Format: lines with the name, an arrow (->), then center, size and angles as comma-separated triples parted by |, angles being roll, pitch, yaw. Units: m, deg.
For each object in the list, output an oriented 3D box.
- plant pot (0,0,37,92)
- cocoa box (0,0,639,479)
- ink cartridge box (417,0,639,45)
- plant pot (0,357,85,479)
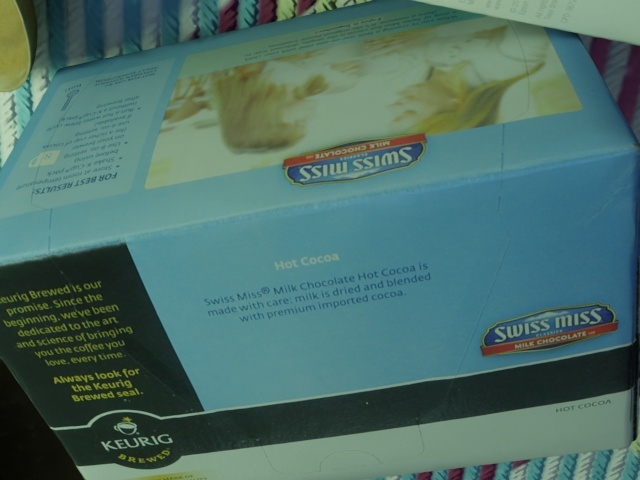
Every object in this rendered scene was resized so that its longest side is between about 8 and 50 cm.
plant pot -> -0.271, -0.201, 0.504 | 0.236, 0.032, 0.236 | 27, 149, 18
cocoa box -> 0.000, 0.000, 0.506 | 0.347, 0.231, 0.228 | -10, 128, 9
ink cartridge box -> 0.072, -0.215, 0.430 | 0.371, 0.176, 0.069 | 14, 155, 3
plant pot -> -0.321, 0.192, 0.650 | 0.229, 0.263, 0.263 | -16, 113, 31
